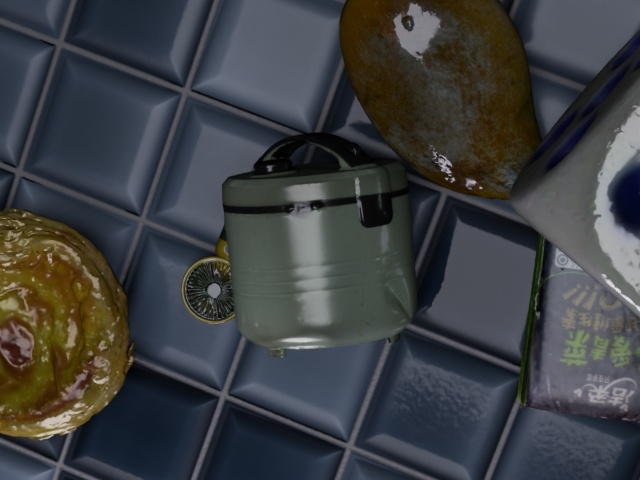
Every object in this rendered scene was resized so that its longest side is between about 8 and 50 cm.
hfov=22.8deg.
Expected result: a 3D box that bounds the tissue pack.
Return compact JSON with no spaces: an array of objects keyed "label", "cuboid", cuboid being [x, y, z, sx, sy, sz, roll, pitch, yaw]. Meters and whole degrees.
[{"label":"tissue pack","cuboid":[0.323,0.083,1.800,0.173,0.073,0.235,6,99,7]}]

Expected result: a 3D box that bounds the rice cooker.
[{"label":"rice cooker","cuboid":[0.000,0.000,1.786,0.226,0.226,0.244,-7,98,12]}]

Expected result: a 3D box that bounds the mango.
[{"label":"mango","cuboid":[0.144,-0.176,1.772,0.193,0.146,0.316,-31,105,14]}]

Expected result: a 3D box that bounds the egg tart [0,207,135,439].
[{"label":"egg tart","cuboid":[-0.359,0.096,1.916,0.295,0.116,0.295,1,97,9]}]

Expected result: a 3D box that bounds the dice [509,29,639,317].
[{"label":"dice","cuboid":[0.384,-0.066,1.590,0.277,0.304,0.304,39,95,0]}]

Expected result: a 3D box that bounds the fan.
[{"label":"fan","cuboid":[-0.109,0.025,1.895,0.082,0.039,0.155,24,98,8]}]
